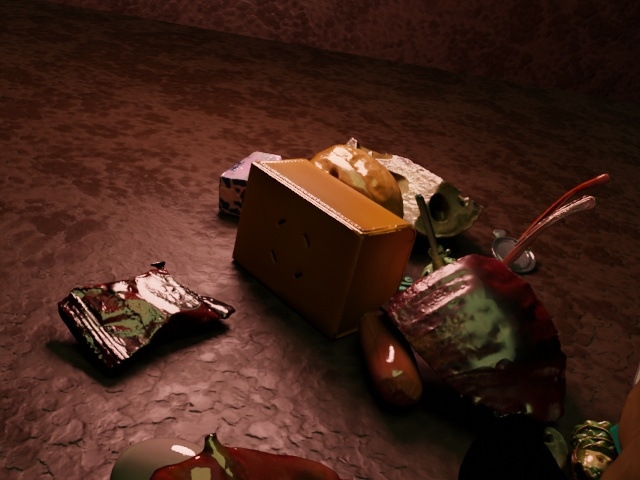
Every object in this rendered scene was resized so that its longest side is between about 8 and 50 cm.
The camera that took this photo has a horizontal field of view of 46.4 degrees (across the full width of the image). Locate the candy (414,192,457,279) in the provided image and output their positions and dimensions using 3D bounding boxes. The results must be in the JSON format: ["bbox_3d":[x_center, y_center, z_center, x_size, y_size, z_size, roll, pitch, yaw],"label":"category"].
[{"bbox_3d":[0.189,0.013,1.231,0.083,0.305,0.091,-3,54,18],"label":"candy"}]

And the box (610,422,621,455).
[{"bbox_3d":[0.498,0.313,0.956,0.227,0.042,0.160,7,52,-18],"label":"box"}]

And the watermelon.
[{"bbox_3d":[0.243,0.284,0.921,0.121,0.097,0.158,4,32,-15],"label":"watermelon"}]

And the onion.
[{"bbox_3d":[0.278,0.135,1.121,0.314,0.146,0.280,3,33,-50],"label":"onion"}]

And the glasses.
[{"bbox_3d":[0.415,-0.034,1.428,0.118,0.268,0.234,42,33,13],"label":"glasses"}]

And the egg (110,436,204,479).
[{"bbox_3d":[-0.154,0.260,0.778,0.135,0.103,0.103,19,28,16],"label":"egg"}]

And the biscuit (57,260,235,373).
[{"bbox_3d":[-0.254,0.099,1.091,0.151,0.063,0.235,40,31,23],"label":"biscuit"}]

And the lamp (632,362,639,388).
[{"bbox_3d":[0.629,0.147,1.109,0.047,0.266,0.269,31,-14,-36],"label":"lamp"}]

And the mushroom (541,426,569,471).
[{"bbox_3d":[0.315,0.289,1.019,0.049,0.019,0.101,17,27,10],"label":"mushroom"}]

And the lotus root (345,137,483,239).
[{"bbox_3d":[0.172,-0.091,1.579,0.210,0.142,0.314,29,4,-40],"label":"lotus root"}]

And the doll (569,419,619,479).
[{"bbox_3d":[0.352,0.297,0.988,0.113,0.078,0.077,-41,12,-35],"label":"doll"}]

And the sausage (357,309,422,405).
[{"bbox_3d":[0.100,0.169,1.098,0.077,0.077,0.194,6,27,-14],"label":"sausage"}]

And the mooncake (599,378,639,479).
[{"bbox_3d":[0.528,0.288,0.768,0.467,0.262,0.467,8,43,-8],"label":"mooncake"}]

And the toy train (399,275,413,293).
[{"bbox_3d":[0.126,0.079,1.331,0.092,0.029,0.045,10,35,-8],"label":"toy train"}]

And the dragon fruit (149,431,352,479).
[{"bbox_3d":[0.012,0.319,0.588,0.329,0.286,0.228,3,24,-37],"label":"dragon fruit"}]

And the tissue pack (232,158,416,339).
[{"bbox_3d":[0.000,0.000,1.245,0.145,0.194,0.274,-14,38,-42],"label":"tissue pack"}]

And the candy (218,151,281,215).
[{"bbox_3d":[-0.142,-0.113,1.512,0.073,0.092,0.160,15,29,16],"label":"candy"}]

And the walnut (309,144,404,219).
[{"bbox_3d":[0.053,-0.075,1.421,0.195,0.195,0.221,-9,40,-36],"label":"walnut"}]
